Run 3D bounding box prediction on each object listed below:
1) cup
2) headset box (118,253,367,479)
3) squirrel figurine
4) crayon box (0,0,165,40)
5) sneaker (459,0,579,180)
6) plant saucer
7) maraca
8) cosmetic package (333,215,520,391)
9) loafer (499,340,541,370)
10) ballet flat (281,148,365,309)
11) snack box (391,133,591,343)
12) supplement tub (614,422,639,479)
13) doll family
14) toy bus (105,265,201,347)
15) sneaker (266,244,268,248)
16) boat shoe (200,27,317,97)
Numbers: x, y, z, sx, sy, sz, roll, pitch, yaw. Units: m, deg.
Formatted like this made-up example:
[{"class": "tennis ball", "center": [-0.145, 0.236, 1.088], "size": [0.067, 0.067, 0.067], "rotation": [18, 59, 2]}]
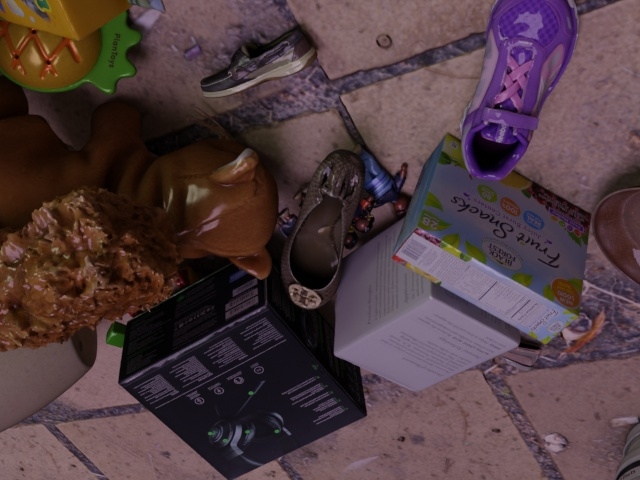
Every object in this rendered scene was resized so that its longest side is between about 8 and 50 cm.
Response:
[{"class": "cup", "center": [-0.493, 0.145, 1.355], "size": [0.237, 0.331, 0.331], "rotation": [-11, 130, 0]}, {"class": "headset box", "center": [-0.101, 0.190, 1.235], "size": [0.246, 0.131, 0.283], "rotation": [-29, 123, 15]}, {"class": "squirrel figurine", "center": [-0.242, -0.009, 1.031], "size": [0.371, 0.397, 0.281], "rotation": [3, 123, 3]}, {"class": "crayon box", "center": [-0.324, -0.329, 0.885], "size": [0.323, 0.083, 0.203], "rotation": [20, 142, 35]}, {"class": "sneaker", "center": [0.202, -0.156, 0.902], "size": [0.095, 0.104, 0.236], "rotation": [18, 134, 8]}, {"class": "plant saucer", "center": [0.408, 0.002, 0.975], "size": [0.199, 0.036, 0.198], "rotation": [33, 155, 17]}, {"class": "maraca", "center": [-0.310, -0.239, 1.035], "size": [0.186, 0.099, 0.127], "rotation": [10, 96, 0]}, {"class": "cosmetic package", "center": [0.132, 0.076, 1.093], "size": [0.151, 0.151, 0.184], "rotation": [28, 139, -27]}, {"class": "loafer", "center": [0.251, 0.142, 1.211], "size": [0.125, 0.045, 0.039], "rotation": [24, 119, -10]}, {"class": "ballet flat", "center": [0.000, 0.000, 1.062], "size": [0.084, 0.058, 0.249], "rotation": [20, 129, 0]}, {"class": "snack box", "center": [0.203, -0.004, 0.993], "size": [0.207, 0.174, 0.070], "rotation": [28, 137, -4]}, {"class": "supplement tub", "center": [0.501, 0.398, 1.178], "size": [0.191, 0.272, 0.191], "rotation": [12, 135, 12]}, {"class": "doll family", "center": [0.033, -0.038, 1.105], "size": [0.111, 0.076, 0.193], "rotation": [45, 129, -14]}, {"class": "toy bus", "center": [-0.219, 0.091, 1.303], "size": [0.191, 0.104, 0.202], "rotation": [8, 120, -15]}, {"class": "sneaker", "center": [-0.108, 0.002, 1.224], "size": [0.058, 0.052, 0.135], "rotation": [25, 129, 12]}, {"class": "boat shoe", "center": [-0.078, -0.210, 1.006], "size": [0.152, 0.056, 0.049], "rotation": [-15, 119, 21]}]
